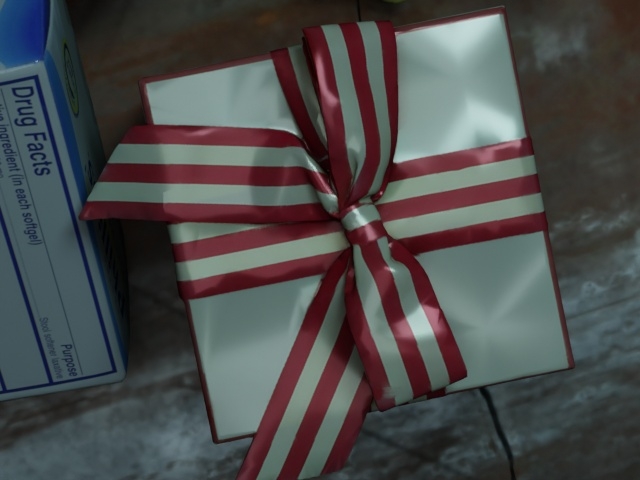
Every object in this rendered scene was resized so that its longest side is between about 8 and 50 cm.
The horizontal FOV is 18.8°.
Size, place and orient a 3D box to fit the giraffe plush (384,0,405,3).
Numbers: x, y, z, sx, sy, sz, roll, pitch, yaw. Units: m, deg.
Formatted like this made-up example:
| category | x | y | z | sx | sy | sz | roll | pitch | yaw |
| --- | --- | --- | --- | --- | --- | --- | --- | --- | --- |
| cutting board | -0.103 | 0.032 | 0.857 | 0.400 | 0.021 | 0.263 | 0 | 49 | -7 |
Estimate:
| category | x | y | z | sx | sy | sz | roll | pitch | yaw |
| --- | --- | --- | --- | --- | --- | --- | --- | --- | --- |
| giraffe plush | 0.071 | -0.242 | 1.276 | 0.170 | 0.210 | 0.181 | -28 | 98 | 30 |

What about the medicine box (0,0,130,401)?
| category | x | y | z | sx | sy | sz | roll | pitch | yaw |
| --- | --- | --- | --- | --- | --- | --- | --- | --- | --- |
| medicine box | -0.285 | -0.027 | 1.218 | 0.289 | 0.149 | 0.263 | -10 | 132 | -1 |

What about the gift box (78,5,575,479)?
| category | x | y | z | sx | sy | sz | roll | pitch | yaw |
| --- | --- | --- | --- | --- | --- | --- | --- | --- | --- |
| gift box | 0.000 | 0.000 | 1.223 | 0.276 | 0.258 | 0.255 | -17 | 94 | -4 |
